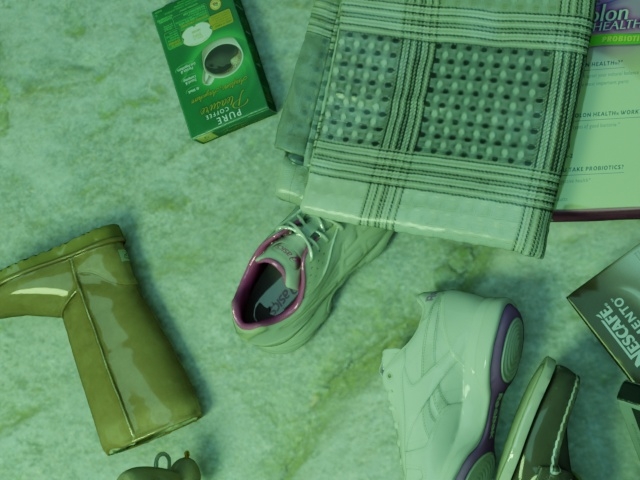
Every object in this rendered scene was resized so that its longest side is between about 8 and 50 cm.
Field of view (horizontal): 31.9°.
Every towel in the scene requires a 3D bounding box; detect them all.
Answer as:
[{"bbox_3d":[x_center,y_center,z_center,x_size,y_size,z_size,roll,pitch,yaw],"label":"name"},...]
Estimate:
[{"bbox_3d":[0.115,-0.160,1.217,0.324,0.056,0.312,12,89,21],"label":"towel"}]

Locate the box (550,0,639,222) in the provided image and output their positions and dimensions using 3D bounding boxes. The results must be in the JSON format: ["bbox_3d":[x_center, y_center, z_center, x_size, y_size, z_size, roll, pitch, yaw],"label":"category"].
[{"bbox_3d":[0.268,-0.144,1.259,0.213,0.117,0.243,-3,85,16],"label":"box"}]

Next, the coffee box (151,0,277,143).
[{"bbox_3d":[-0.135,-0.226,1.420,0.113,0.040,0.184,-22,79,13],"label":"coffee box"}]

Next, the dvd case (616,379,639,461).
[{"bbox_3d":[0.425,0.227,1.117,0.238,0.179,0.029,15,60,36],"label":"dvd case"}]

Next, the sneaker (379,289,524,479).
[{"bbox_3d":[0.131,0.203,1.283,0.152,0.114,0.305,14,84,30],"label":"sneaker"}]

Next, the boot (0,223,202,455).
[{"bbox_3d":[-0.303,0.142,1.408,0.236,0.089,0.269,-25,80,12],"label":"boot"}]

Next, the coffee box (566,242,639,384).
[{"bbox_3d":[0.409,0.046,1.210,0.246,0.098,0.141,-38,76,9],"label":"coffee box"}]

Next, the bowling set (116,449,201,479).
[{"bbox_3d":[-0.231,0.396,1.353,0.200,0.154,0.287,-5,84,34],"label":"bowling set"}]

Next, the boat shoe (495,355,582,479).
[{"bbox_3d":[0.233,0.291,1.231,0.096,0.116,0.324,18,94,12],"label":"boat shoe"}]

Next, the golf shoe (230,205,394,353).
[{"bbox_3d":[0.000,0.000,1.310,0.115,0.140,0.306,32,92,18],"label":"golf shoe"}]
